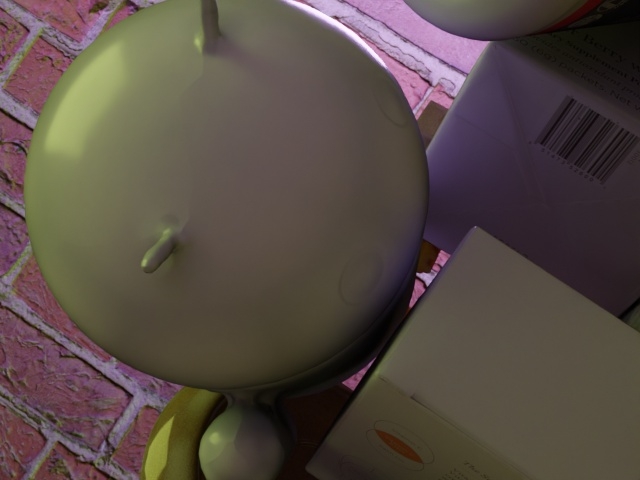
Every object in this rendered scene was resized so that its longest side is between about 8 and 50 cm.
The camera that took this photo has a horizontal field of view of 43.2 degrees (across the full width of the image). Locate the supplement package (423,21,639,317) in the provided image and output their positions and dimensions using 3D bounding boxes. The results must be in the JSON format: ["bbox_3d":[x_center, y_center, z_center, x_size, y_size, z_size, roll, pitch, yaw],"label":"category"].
[{"bbox_3d":[0.213,-0.108,0.621,0.293,0.177,0.175,-53,-8,-42],"label":"supplement package"}]

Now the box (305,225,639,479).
[{"bbox_3d":[0.081,0.096,0.402,0.091,0.130,0.170,-52,-8,-29],"label":"box"}]

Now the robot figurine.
[{"bbox_3d":[-0.040,-0.009,0.476,0.353,0.199,0.300,70,-166,-76],"label":"robot figurine"}]

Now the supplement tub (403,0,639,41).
[{"bbox_3d":[0.174,-0.219,0.448,0.272,0.191,0.191,-16,-30,-30],"label":"supplement tub"}]

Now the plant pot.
[{"bbox_3d":[-0.010,0.181,0.573,0.032,0.236,0.236,-49,0,38],"label":"plant pot"}]

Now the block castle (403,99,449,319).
[{"bbox_3d":[0.000,0.000,0.819,0.303,0.453,0.213,-52,-14,-39],"label":"block castle"}]
